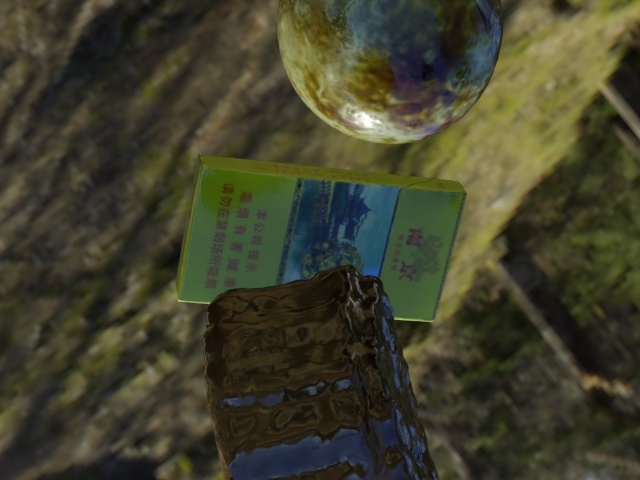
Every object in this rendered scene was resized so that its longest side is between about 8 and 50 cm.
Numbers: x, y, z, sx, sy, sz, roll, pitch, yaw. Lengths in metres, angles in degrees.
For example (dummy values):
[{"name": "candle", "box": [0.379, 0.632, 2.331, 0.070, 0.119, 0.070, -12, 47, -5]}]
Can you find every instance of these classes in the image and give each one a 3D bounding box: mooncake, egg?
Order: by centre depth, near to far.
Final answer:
[{"name": "mooncake", "box": [0.007, 0.192, 1.573, 0.187, 0.324, 0.324, -14, 175, 6]}, {"name": "egg", "box": [0.072, -0.233, 1.695, 0.238, 0.238, 0.289, -36, 151, -16]}]

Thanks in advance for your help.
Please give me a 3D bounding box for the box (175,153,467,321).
[{"name": "box", "box": [0.000, 0.000, 2.006, 0.047, 0.335, 0.187, -114, -148, -61]}]
